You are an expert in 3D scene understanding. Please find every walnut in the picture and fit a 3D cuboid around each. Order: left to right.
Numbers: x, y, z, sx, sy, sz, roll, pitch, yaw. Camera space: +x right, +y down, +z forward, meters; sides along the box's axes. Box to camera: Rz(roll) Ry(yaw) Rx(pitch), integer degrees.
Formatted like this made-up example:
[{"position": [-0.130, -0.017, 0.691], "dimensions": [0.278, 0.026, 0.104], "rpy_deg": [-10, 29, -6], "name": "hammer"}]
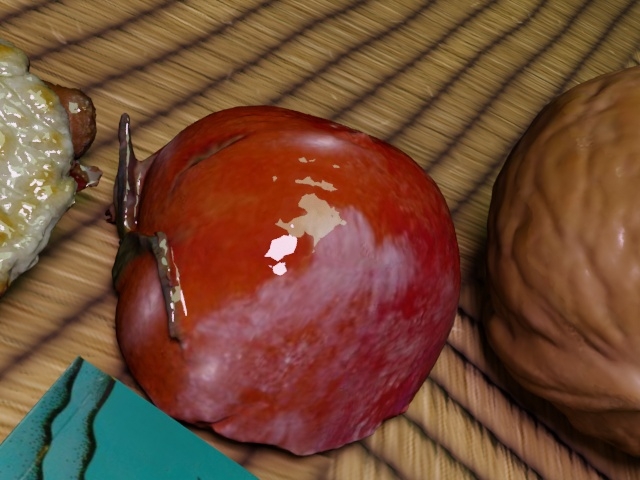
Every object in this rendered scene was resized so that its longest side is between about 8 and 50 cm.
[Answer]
[{"position": [0.272, 0.019, 0.763], "dimensions": [0.332, 0.333, 0.333], "rpy_deg": [20, 42, -19], "name": "walnut"}]

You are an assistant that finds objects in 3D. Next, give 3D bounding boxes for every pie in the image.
[{"position": [-0.287, -0.059, 0.576], "dimensions": [0.274, 0.105, 0.257], "rpy_deg": [27, 45, -9], "name": "pie"}]

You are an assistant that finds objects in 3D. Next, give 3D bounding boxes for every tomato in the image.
[{"position": [-0.001, -0.004, 0.672], "dimensions": [0.308, 0.170, 0.309], "rpy_deg": [18, 44, -18], "name": "tomato"}]

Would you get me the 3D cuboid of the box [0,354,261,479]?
[{"position": [-0.090, 0.184, 0.523], "dimensions": [0.226, 0.042, 0.161], "rpy_deg": [35, 38, -2], "name": "box"}]
